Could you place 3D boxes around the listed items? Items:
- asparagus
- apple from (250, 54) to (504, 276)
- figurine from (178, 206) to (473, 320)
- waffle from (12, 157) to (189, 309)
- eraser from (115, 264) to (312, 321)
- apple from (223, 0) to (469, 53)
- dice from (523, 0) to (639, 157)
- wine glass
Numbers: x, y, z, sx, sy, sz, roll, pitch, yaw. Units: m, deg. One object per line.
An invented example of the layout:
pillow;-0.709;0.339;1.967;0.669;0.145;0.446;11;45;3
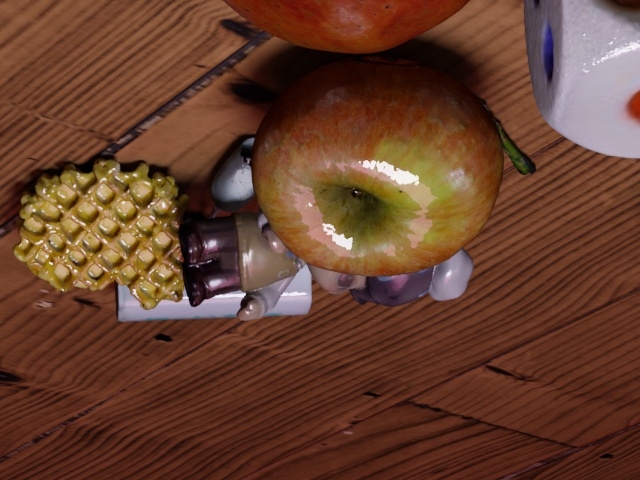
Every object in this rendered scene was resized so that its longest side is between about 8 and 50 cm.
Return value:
asparagus;0.248;-0.141;2.265;0.022;0.023;0.233;-54;145;-4
apple;0.070;-0.102;2.066;0.309;0.250;0.277;24;129;-12
figurine;0.001;0.001;2.244;0.365;0.218;0.206;-13;-172;-24
waffle;-0.298;-0.001;2.302;0.253;0.056;0.249;-13;120;3
eraser;-0.163;0.066;2.480;0.290;0.104;0.189;-2;172;-6
apple;0.015;-0.343;1.707;0.295;0.329;0.365;-49;152;-4
dice;0.366;-0.252;1.826;0.259;0.251;0.243;-3;150;-4
wine glass;-0.131;-0.061;2.307;0.074;0.074;0.262;8;149;-22
